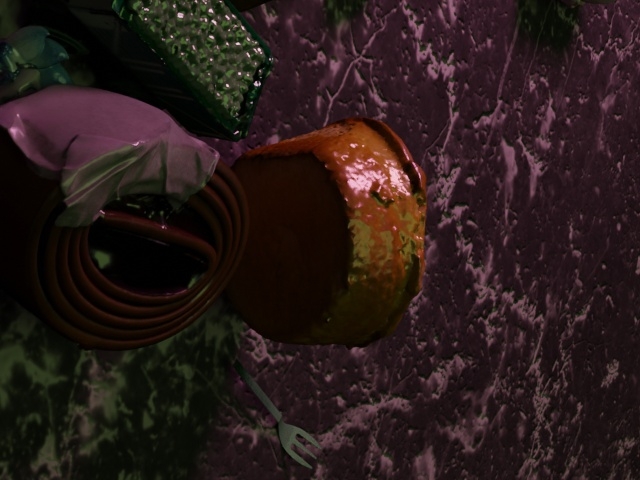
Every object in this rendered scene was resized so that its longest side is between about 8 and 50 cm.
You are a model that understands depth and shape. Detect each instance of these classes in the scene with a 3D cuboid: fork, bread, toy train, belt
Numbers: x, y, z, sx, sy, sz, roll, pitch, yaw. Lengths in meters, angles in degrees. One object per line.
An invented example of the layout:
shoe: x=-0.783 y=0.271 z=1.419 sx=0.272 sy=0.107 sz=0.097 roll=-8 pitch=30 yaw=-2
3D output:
fork: x=-0.057 y=0.199 z=1.846 sx=0.235 sy=0.021 sz=0.039 roll=56 pitch=49 yaw=-46
bread: x=0.000 y=0.000 z=1.664 sx=0.146 sy=0.268 sz=0.268 roll=-5 pitch=103 yaw=-42
toy train: x=-0.162 y=-0.187 z=1.449 sx=0.269 sy=0.154 sz=0.115 roll=47 pitch=62 yaw=-52
belt: x=-0.190 y=-0.018 z=1.418 sx=0.217 sy=0.122 sz=0.339 roll=-56 pitch=154 yaw=1

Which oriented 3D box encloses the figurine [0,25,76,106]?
figurine: x=-0.265 y=-0.128 z=1.374 sx=0.114 sy=0.079 sz=0.114 roll=-14 pitch=119 yaw=-27

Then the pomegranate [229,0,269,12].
pomegranate: x=-0.090 y=-0.303 z=1.516 sx=0.198 sy=0.198 sz=0.246 roll=-58 pitch=179 yaw=-30

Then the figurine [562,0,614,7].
figurine: x=0.389 y=-0.415 z=2.272 sx=0.162 sy=0.141 sz=0.237 roll=-57 pitch=155 yaw=17
